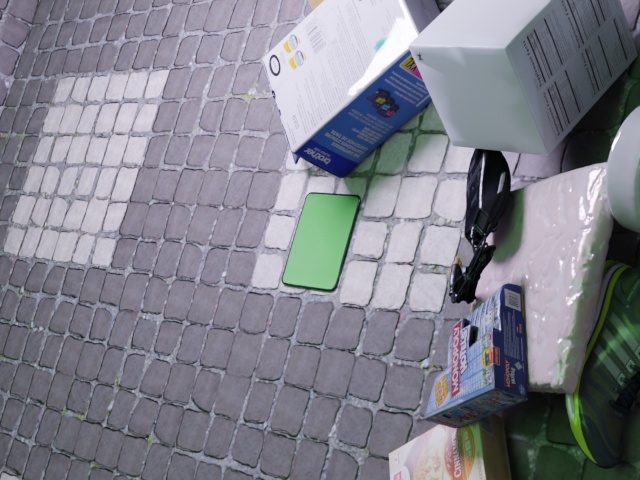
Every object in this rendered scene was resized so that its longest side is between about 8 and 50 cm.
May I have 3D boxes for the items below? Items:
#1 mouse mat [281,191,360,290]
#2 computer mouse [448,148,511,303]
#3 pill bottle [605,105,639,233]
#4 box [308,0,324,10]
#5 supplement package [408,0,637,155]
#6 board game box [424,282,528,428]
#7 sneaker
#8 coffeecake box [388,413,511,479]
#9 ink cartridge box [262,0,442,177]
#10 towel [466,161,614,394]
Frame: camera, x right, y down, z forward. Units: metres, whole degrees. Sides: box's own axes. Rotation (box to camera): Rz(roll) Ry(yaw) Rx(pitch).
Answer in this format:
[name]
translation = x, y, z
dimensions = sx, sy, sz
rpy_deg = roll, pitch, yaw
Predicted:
[mouse mat]
translation = 0.000, 0.000, 2.226
dimensions = 0.152, 0.007, 0.190
rpy_deg = 6, 77, 47
[computer mouse]
translation = 0.257, -0.023, 1.874
dimensions = 0.184, 0.060, 0.262
rpy_deg = 108, 172, -52
[pill bottle]
translation = 0.580, -0.064, 1.504
dimensions = 0.392, 0.224, 0.224
rpy_deg = 18, 85, 47
[box]
translation = 0.068, -0.510, 2.384
dimensions = 0.201, 0.021, 0.164
rpy_deg = -44, 46, 23
[supplement package]
translation = 0.316, -0.293, 1.823
dimensions = 0.199, 0.198, 0.263
rpy_deg = 12, 49, 48
[board game box]
translation = 0.223, 0.185, 1.730
dimensions = 0.194, 0.060, 0.194
rpy_deg = -50, 27, 46
[sneaker]
translation = 0.424, 0.169, 1.644
dimensions = 0.121, 0.111, 0.300
rpy_deg = 0, 73, 42
[coffeecake box]
translation = 0.194, 0.355, 1.790
dimensions = 0.185, 0.068, 0.142
rpy_deg = -37, 34, 30
[ink cartridge box]
translation = 0.052, -0.310, 2.210
dimensions = 0.395, 0.151, 0.270
rpy_deg = -38, 48, 25
[towel]
translation = 0.320, 0.066, 1.753
dimensions = 0.317, 0.053, 0.332
rpy_deg = 162, 125, -68
